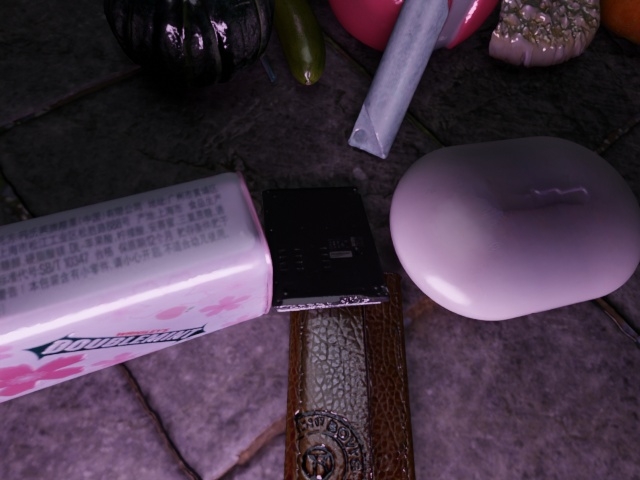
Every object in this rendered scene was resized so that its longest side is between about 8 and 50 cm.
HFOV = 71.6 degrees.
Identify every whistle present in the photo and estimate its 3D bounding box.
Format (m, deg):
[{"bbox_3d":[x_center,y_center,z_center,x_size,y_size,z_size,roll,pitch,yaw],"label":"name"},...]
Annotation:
[{"bbox_3d":[0.119,-0.259,0.567,0.062,0.312,0.062,20,19,-7],"label":"whistle"}]

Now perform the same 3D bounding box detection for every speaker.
[{"bbox_3d":[0.152,-0.438,0.689,0.294,0.294,0.294,3,64,-7],"label":"speaker"}]

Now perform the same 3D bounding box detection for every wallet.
[{"bbox_3d":[0.030,0.146,0.468,0.133,0.039,0.243,4,64,-5],"label":"wallet"}]

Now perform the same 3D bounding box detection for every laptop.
[{"bbox_3d":[0.000,0.000,0.523,0.129,0.016,0.180,-3,49,-10],"label":"laptop"}]

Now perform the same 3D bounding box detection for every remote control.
[{"bbox_3d":[0.243,-0.024,0.542,0.332,0.103,0.221,-9,72,-12],"label":"remote control"}]

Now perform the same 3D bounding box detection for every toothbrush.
[{"bbox_3d":[-0.099,-0.305,0.680,0.014,0.011,0.167,-17,68,-21],"label":"toothbrush"}]

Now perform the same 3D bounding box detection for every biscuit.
[{"bbox_3d":[0.381,-0.383,0.747,0.179,0.084,0.281,30,66,1],"label":"biscuit"}]

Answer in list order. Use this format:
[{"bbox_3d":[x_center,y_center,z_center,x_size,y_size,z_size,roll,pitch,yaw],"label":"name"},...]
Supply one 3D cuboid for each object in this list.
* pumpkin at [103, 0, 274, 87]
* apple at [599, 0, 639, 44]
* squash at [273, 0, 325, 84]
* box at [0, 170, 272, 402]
[{"bbox_3d":[-0.169,-0.309,0.588,0.220,0.162,0.220,6,55,-9],"label":"pumpkin"},{"bbox_3d":[0.598,-0.435,0.751,0.235,0.173,0.210,12,63,-1],"label":"apple"},{"bbox_3d":[-0.046,-0.340,0.673,0.069,0.069,0.258,-16,69,-15],"label":"squash"},{"bbox_3d":[-0.232,0.062,0.389,0.369,0.190,0.112,-18,68,-15],"label":"box"}]
